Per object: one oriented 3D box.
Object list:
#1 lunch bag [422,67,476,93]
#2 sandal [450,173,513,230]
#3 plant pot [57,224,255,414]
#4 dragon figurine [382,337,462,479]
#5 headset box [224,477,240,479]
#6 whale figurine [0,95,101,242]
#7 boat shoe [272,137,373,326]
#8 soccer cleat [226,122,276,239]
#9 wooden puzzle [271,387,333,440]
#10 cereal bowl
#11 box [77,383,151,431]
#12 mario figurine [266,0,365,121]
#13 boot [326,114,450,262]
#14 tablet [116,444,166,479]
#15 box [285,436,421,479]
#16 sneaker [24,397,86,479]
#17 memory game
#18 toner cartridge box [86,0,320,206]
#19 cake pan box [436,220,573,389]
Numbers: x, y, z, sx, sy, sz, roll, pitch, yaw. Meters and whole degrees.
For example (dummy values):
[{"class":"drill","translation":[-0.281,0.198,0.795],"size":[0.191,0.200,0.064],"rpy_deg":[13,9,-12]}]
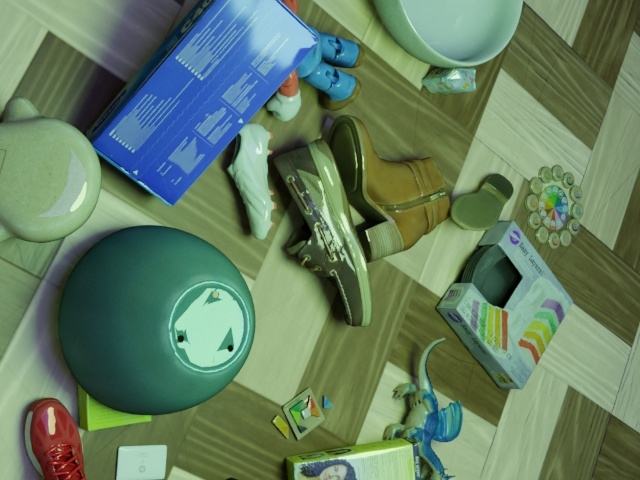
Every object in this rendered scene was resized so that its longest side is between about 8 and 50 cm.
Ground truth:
[{"class":"lunch bag","translation":[0.250,-0.312,1.897],"size":[0.083,0.071,0.053],"rpy_deg":[-5,94,-36]},{"class":"sandal","translation":[0.307,-0.053,1.935],"size":[0.088,0.079,0.240],"rpy_deg":[42,39,8]},{"class":"plant pot","translation":[-0.208,0.121,1.422],"size":[0.290,0.195,0.290],"rpy_deg":[0,90,-35]},{"class":"dragon figurine","translation":[0.209,0.333,1.846],"size":[0.144,0.085,0.289],"rpy_deg":[21,77,-34]},{"class":"headset box","translation":[-0.132,0.472,1.465],"size":[0.218,0.293,0.110],"rpy_deg":[-21,101,-36]},{"class":"whale figurine","translation":[-0.445,-0.094,1.368],"size":[0.272,0.141,0.216],"rpy_deg":[12,81,-11]},{"class":"boat shoe","translation":[0.000,0.000,1.698],"size":[0.123,0.123,0.342],"rpy_deg":[-18,107,-5]},{"class":"soccer cleat","translation":[-0.119,-0.098,1.633],"size":[0.076,0.068,0.196],"rpy_deg":[-2,89,-21]},{"class":"wooden puzzle","translation":[-0.028,0.306,1.717],"size":[0.116,0.014,0.078],"rpy_deg":[-40,112,-30]},{"class":"cereal bowl","translation":[0.218,-0.486,1.834],"size":[0.339,0.141,0.339],"rpy_deg":[1,88,-37]},{"class":"box","translation":[-0.316,0.193,1.489],"size":[0.109,0.042,0.178],"rpy_deg":[-3,91,-37]},{"class":"mario figurine","translation":[-0.078,-0.333,1.653],"size":[0.320,0.170,0.198],"rpy_deg":[21,36,-44]},{"class":"boot","translation":[0.135,-0.118,1.784],"size":[0.220,0.109,0.283],"rpy_deg":[-26,106,-32]},{"class":"tablet","translation":[-0.281,0.350,1.536],"size":[0.083,0.006,0.054],"rpy_deg":[6,86,-36]},{"class":"box","translation":[0.060,0.406,1.709],"size":[0.232,0.058,0.087],"rpy_deg":[-7,93,-18]},{"class":"sneaker","translation":[-0.354,0.337,1.406],"size":[0.087,0.128,0.221],"rpy_deg":[-19,101,-35]},{"class":"memory game","translation":[0.509,-0.073,2.119],"size":[0.186,0.012,0.186],"rpy_deg":[1,89,-37]},{"class":"toner cartridge box","translation":[-0.179,-0.234,1.479],"size":[0.165,0.075,0.348],"rpy_deg":[39,97,-28]},{"class":"cake pan box","translation":[0.376,0.127,1.986],"size":[0.267,0.070,0.246],"rpy_deg":[50,60,-24]}]
